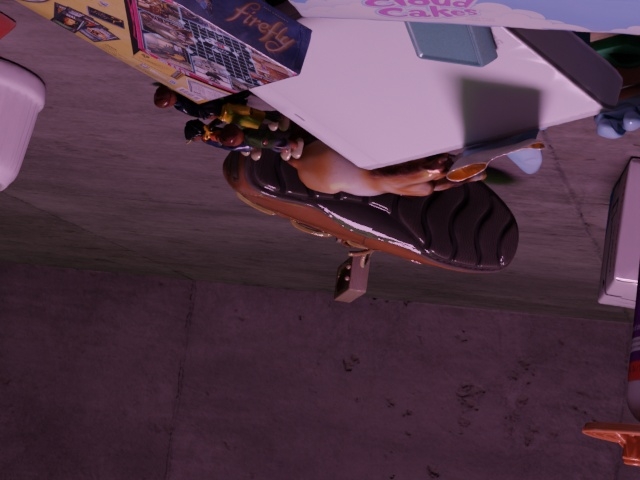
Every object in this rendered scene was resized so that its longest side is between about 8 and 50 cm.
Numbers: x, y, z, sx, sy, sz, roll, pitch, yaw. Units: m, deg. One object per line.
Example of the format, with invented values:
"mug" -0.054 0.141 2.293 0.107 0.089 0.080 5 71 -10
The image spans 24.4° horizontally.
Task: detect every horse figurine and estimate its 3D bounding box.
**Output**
"horse figurine" 0.056 -0.085 1.606 0.263 0.066 0.174 10 -165 28

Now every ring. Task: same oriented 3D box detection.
"ring" 0.389 0.188 1.241 0.336 0.032 0.336 8 172 1

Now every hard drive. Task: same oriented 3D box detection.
"hard drive" 0.070 -0.144 1.234 0.203 0.040 0.307 33 155 -29

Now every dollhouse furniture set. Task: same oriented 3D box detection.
"dollhouse furniture set" 0.000 0.000 2.097 0.123 0.151 0.144 9 169 -9

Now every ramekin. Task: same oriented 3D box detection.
"ramekin" -0.454 -0.137 1.678 0.272 0.127 0.273 7 171 1

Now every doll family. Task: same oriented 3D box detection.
"doll family" -0.107 -0.130 1.609 0.111 0.076 0.193 8 176 -36

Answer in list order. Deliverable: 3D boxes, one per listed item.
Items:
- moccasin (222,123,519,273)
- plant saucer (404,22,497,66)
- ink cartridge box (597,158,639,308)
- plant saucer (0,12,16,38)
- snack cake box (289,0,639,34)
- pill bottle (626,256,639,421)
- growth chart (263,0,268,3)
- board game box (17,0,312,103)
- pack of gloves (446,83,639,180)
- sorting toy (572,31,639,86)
"moccasin" 0.064 -0.042 1.812 0.380 0.139 0.147 10 172 -16
"plant saucer" 0.077 -0.185 1.055 0.067 0.018 0.192 12 154 24
"ink cartridge box" 0.387 -0.003 1.753 0.085 0.148 0.203 8 170 7
"plant saucer" -0.462 -0.225 1.385 0.259 0.048 0.258 5 171 20
"snack cake box" 0.115 -0.191 0.763 0.264 0.152 0.089 6 171 14
"pill bottle" 0.364 0.006 1.257 0.181 0.323 0.181 7 171 1
"growth chart" -0.147 -0.208 1.306 0.237 0.021 0.172 6 172 7
"board game box" -0.148 -0.192 1.172 0.243 0.042 0.165 28 162 -29
"pack of gloves" 0.216 -0.083 1.253 0.195 0.046 0.232 -17 -173 13
"sorting toy" 0.206 -0.156 1.253 0.196 0.047 0.347 13 170 -30
